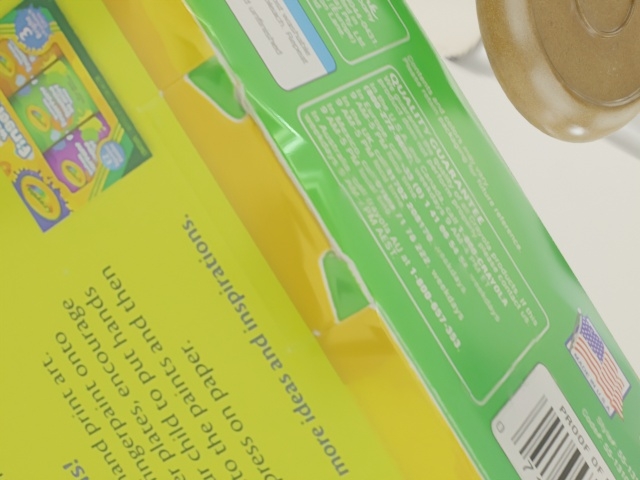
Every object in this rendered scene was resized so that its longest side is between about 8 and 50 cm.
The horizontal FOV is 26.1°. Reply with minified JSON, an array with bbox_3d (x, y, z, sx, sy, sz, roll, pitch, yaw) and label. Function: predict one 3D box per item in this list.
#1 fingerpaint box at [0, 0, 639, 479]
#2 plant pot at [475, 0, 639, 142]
[{"bbox_3d":[-0.109,0.039,0.575,0.371,0.445,0.163,-32,-179,31],"label":"fingerpaint box"},{"bbox_3d":[0.210,-0.193,1.063,0.032,0.236,0.236,4,-106,49],"label":"plant pot"}]
